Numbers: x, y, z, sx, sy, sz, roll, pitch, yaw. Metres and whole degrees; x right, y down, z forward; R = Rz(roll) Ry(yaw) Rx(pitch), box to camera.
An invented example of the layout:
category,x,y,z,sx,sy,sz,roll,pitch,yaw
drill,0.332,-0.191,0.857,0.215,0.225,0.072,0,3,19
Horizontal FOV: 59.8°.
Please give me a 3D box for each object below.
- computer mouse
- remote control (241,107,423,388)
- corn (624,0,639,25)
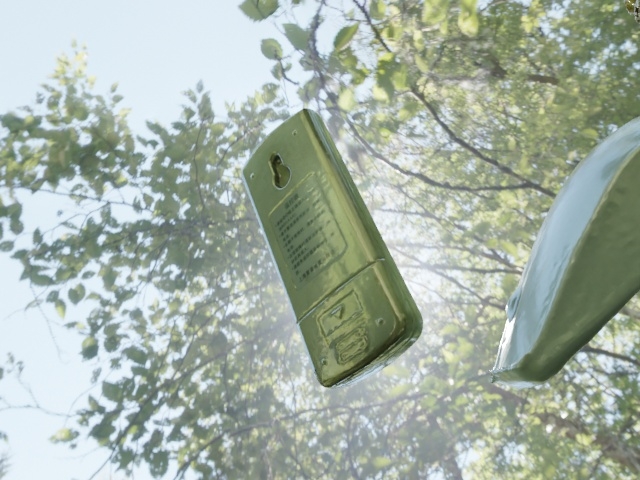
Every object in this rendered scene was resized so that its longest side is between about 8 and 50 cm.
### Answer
category,x,y,z,sx,sy,sz,roll,pitch,yaw
computer mouse,0.180,0.000,0.367,0.079,0.128,0.231,42,-91,18
remote control,0.000,0.000,0.459,0.098,0.234,0.038,-41,-33,27
corn,0.641,-0.475,0.837,0.143,0.387,0.144,10,-112,-26
